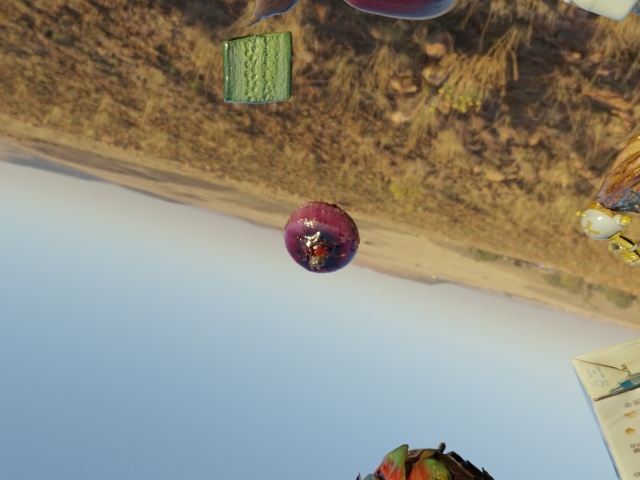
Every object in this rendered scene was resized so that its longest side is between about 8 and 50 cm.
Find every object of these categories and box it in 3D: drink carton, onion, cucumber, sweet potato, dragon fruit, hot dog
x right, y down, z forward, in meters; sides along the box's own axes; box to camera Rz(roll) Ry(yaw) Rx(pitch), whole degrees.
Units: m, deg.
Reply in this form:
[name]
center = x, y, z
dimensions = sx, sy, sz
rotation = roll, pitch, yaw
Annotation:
[drink carton]
center = 0.546, 0.307, 0.866
dimensions = 0.194, 0.324, 0.132
rotation = -22, -164, 17
[onion]
center = 0.000, 0.000, 0.817
dimensions = 0.115, 0.115, 0.104
rotation = 16, -136, -1
[cucumber]
center = -0.108, -0.279, 0.899
dimensions = 0.117, 0.115, 0.062
rotation = -9, -160, -27
[sweet potato]
center = -0.046, -0.259, 0.575
dimensions = 0.049, 0.049, 0.117
rotation = 16, 148, -36
[dragon fruit]
center = 0.114, 0.311, 0.607
dimensions = 0.189, 0.182, 0.182
rotation = -28, -179, -2
[hot dog]
center = 0.573, -0.105, 0.925
dimensions = 0.196, 0.122, 0.272
rotation = 4, 174, 20

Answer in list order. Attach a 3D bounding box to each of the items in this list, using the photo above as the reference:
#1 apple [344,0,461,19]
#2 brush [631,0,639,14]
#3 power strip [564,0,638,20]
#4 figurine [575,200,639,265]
[apple]
center = 0.174, -0.609, 1.146
dimensions = 0.317, 0.288, 0.288
rotation = 0, 178, 5
[brush]
center = 0.495, -0.434, 0.925
dimensions = 0.196, 0.021, 0.070
rotation = 27, -179, -37
[power strip]
center = 0.285, -0.310, 0.396
dimensions = 0.058, 0.098, 0.338
rotation = 25, 152, 6
[figurine]
center = 0.558, -0.012, 1.067
dimensions = 0.143, 0.068, 0.101
rotation = 52, 172, -17
